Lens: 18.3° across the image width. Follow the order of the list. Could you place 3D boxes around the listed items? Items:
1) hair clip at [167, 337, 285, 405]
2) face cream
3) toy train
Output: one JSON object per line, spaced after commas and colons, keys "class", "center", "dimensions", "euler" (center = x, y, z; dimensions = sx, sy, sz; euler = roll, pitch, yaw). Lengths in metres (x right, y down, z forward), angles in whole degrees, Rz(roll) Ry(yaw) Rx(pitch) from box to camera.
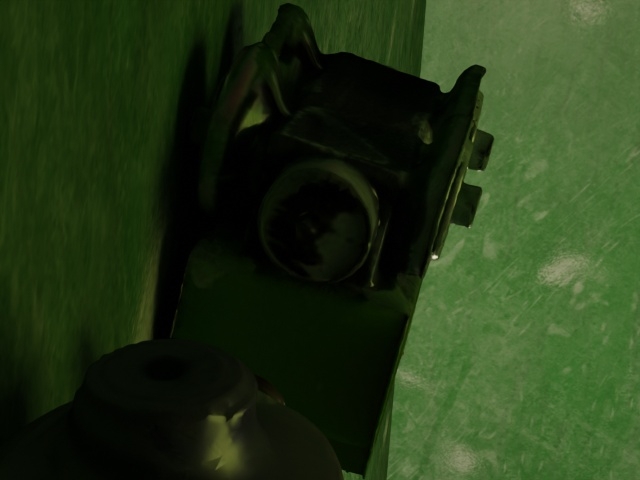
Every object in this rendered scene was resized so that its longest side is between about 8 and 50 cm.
{"class": "hair clip", "center": [-0.073, 0.151, 1.073], "dimensions": [0.331, 0.085, 0.101], "euler": [93, 22, -69]}
{"class": "face cream", "center": [-0.076, 0.230, 0.871], "dimensions": [0.235, 0.137, 0.420], "euler": [-31, 137, -47]}
{"class": "toy train", "center": [0.000, 0.000, 1.235], "dimensions": [0.307, 0.173, 0.249], "euler": [-64, 169, -73]}
